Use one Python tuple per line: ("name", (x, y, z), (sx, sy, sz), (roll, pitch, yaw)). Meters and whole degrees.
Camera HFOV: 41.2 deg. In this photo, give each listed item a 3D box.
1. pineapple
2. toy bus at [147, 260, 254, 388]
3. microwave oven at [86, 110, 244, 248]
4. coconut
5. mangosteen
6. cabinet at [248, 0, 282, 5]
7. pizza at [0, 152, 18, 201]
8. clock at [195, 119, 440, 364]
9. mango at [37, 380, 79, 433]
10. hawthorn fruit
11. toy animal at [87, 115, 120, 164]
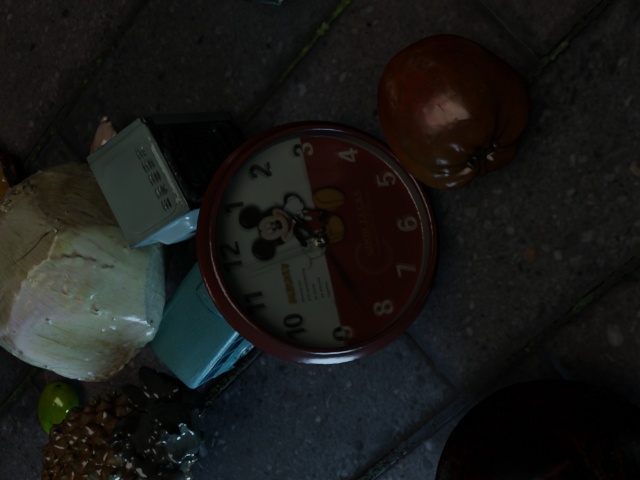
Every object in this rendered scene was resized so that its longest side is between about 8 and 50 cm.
("pineapple", (-0.260, 0.296, 1.238), (0.223, 0.223, 0.357), (57, 135, 7))
("toy bus", (-0.126, 0.079, 1.209), (0.128, 0.147, 0.256), (44, 116, 11))
("microwave oven", (-0.186, -0.088, 1.172), (0.122, 0.208, 0.162), (-31, 85, 27))
("coconut", (-0.361, 0.033, 1.210), (0.297, 0.255, 0.297), (-36, 42, 41))
("mangosteen", (0.275, 0.314, 0.982), (0.330, 0.330, 0.330), (5, 101, 26))
("cabinet", (-0.113, -0.433, 1.108), (0.206, 0.150, 0.145), (46, 115, 11))
("pizza", (-0.587, -0.125, 1.449), (0.246, 0.058, 0.127), (20, 109, 24))
("clock", (0.000, 0.000, 1.089), (0.319, 0.080, 0.318), (2, 82, -12))
("mango", (-0.450, 0.287, 1.456), (0.073, 0.056, 0.108), (33, 115, 23))
("hawthorn fruit", (0.152, -0.155, 1.019), (0.189, 0.189, 0.189), (5, 101, 26))
("toy animal", (-0.311, -0.135, 1.307), (0.082, 0.091, 0.114), (11, 128, -17))
